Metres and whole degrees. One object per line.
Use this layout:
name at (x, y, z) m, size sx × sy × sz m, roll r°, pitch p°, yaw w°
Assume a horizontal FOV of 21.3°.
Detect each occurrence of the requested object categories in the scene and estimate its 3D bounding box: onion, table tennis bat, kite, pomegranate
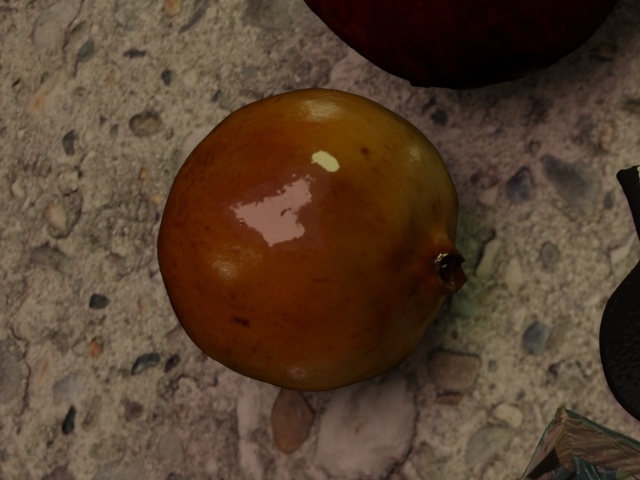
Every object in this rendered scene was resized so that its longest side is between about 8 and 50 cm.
onion at (0.121, -0.286, 1.448) m, size 0.341 × 0.341 × 0.341 m, roll -14°, pitch 62°, yaw 29°
table tennis bat at (0.282, 0.042, 1.356) m, size 0.150 × 0.027 × 0.236 m, roll -26°, pitch 58°, yaw 23°
kite at (0.221, 0.268, 1.305) m, size 0.335 × 0.011 × 0.314 m, roll -24°, pitch 58°, yaw 25°
pomegranate at (0.000, 0.000, 1.436) m, size 0.264 × 0.264 × 0.264 m, roll -14°, pitch 62°, yaw 29°
